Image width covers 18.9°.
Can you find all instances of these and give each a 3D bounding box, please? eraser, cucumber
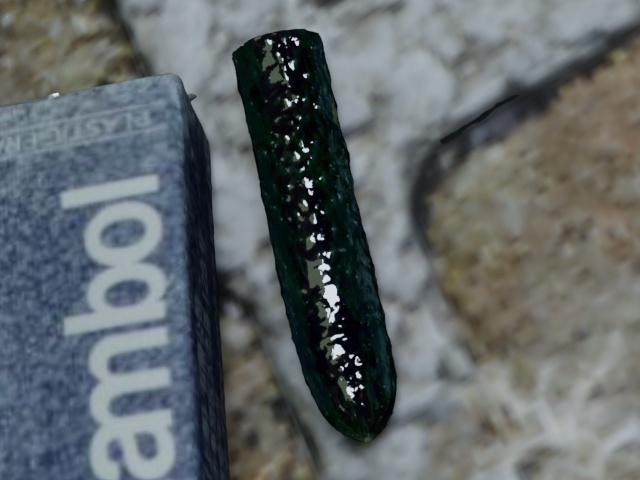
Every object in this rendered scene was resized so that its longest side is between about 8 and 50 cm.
[{"bbox_3d":[-0.075,0.052,0.571,0.091,0.046,0.212,-10,57,7],"label":"eraser"},{"bbox_3d":[0.000,0.000,0.600,0.032,0.032,0.133,-19,73,19],"label":"cucumber"}]
